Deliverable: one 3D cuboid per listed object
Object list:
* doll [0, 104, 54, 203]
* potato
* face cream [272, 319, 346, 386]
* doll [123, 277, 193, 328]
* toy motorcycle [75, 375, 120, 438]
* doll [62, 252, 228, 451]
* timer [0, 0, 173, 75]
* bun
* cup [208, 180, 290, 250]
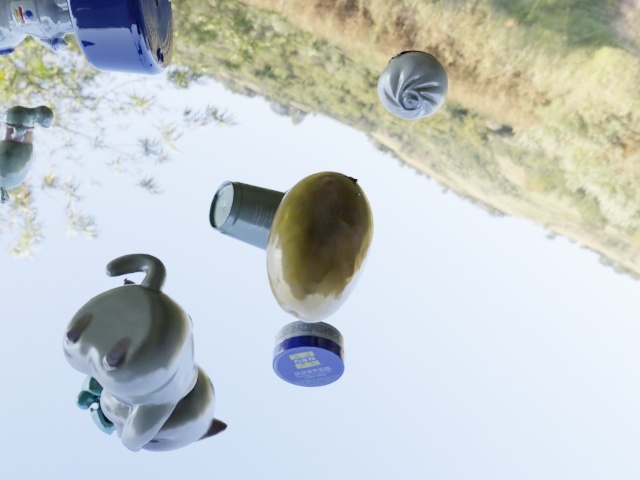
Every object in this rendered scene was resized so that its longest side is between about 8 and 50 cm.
[{"bbox_3d":[-0.787,-0.234,1.737,0.113,0.274,0.155,27,-179,-25],"label":"doll"},{"bbox_3d":[0.000,0.000,0.906,0.150,0.146,0.233,39,-144,-22],"label":"potato"},{"bbox_3d":[-0.032,0.316,1.913,0.206,0.206,0.111,21,-138,-20],"label":"face cream"},{"bbox_3d":[-0.364,0.171,1.483,0.181,0.110,0.107,38,-163,27],"label":"doll"},{"bbox_3d":[-0.492,0.348,1.642,0.198,0.296,0.109,8,167,-36],"label":"toy motorcycle"},{"bbox_3d":[-0.310,0.234,1.206,0.215,0.370,0.226,10,-143,23],"label":"doll"},{"bbox_3d":[-0.491,-0.439,1.271,0.384,0.270,0.270,-3,-157,2],"label":"timer"},{"bbox_3d":[0.226,-0.367,1.655,0.173,0.172,0.119,23,-139,-14],"label":"bun"},{"bbox_3d":[-0.092,-0.033,1.036,0.141,0.120,0.120,14,-155,-35],"label":"cup"}]
